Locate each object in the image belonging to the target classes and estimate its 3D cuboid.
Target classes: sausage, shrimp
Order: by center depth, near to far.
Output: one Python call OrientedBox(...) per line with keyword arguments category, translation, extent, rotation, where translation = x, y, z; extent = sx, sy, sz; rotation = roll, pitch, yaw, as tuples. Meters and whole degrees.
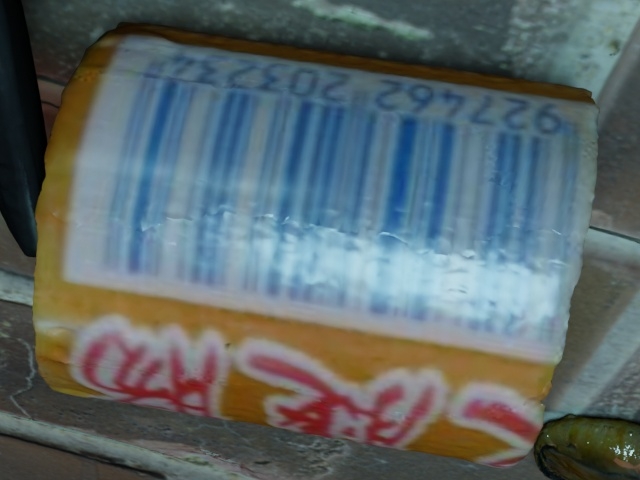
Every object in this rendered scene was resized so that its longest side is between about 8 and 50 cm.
OrientedBox(category="sausage", translation=(0.000, 0.000, 0.657), extent=(0.287, 0.233, 0.233), rotation=(8, 140, 3))
OrientedBox(category="shrimp", translation=(0.317, 0.206, 0.949), extent=(0.262, 0.066, 0.117), rotation=(19, 157, 15))

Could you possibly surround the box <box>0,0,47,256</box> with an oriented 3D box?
OrientedBox(category="box", translation=(-0.182, -0.113, 0.601), extent=(0.042, 0.201, 0.212), rotation=(-11, 149, -14))
